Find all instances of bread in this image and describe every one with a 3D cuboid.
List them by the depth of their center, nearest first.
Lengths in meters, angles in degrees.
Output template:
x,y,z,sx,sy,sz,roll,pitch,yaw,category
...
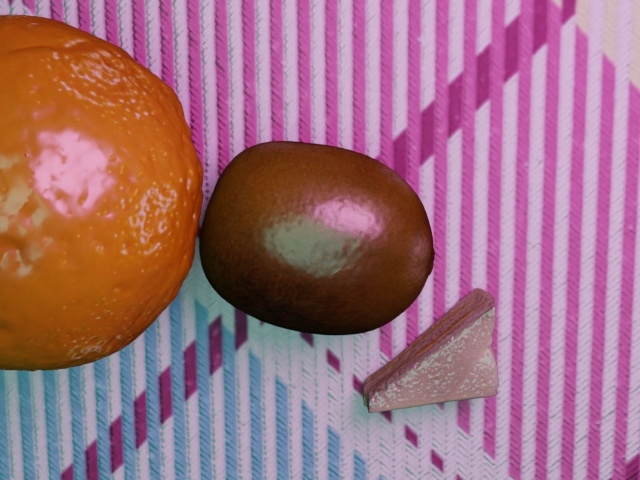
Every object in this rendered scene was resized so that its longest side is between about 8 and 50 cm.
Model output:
x,y,z,sx,sy,sz,roll,pitch,yaw,category
0.114,0.118,0.976,0.152,0.077,0.105,-8,102,0,bread

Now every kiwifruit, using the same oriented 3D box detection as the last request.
x,y,z,sx,sy,sz,roll,pitch,yaw,category
0.000,0.000,0.908,0.234,0.196,0.196,15,99,-4,kiwifruit

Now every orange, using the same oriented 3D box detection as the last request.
x,y,z,sx,sy,sz,roll,pitch,yaw,category
-0.285,-0.042,0.840,0.341,0.293,0.340,-1,87,23,orange
